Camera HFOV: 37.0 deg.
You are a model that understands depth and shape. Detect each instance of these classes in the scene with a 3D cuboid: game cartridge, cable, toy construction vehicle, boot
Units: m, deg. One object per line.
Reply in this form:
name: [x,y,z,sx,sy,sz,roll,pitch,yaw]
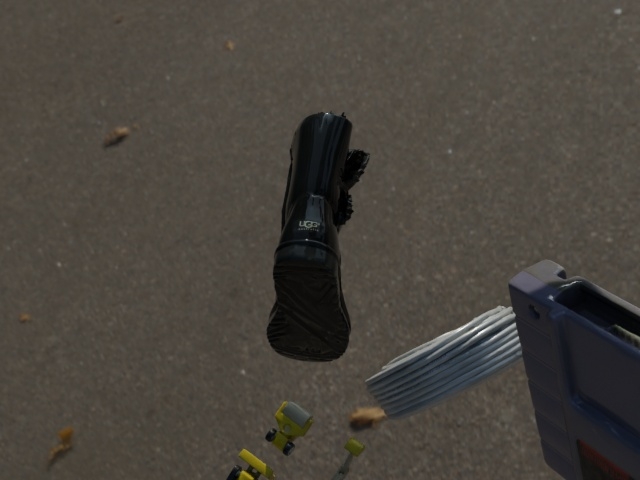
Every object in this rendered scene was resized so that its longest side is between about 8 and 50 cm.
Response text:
game cartridge: [0.283,0.178,0.714,0.068,0.230,0.355,-25,31,-20]
cable: [0.193,0.182,1.414,0.257,0.257,0.089,-27,82,0]
toy construction vehicle: [-0.021,0.182,0.749,0.086,0.035,0.098,29,89,21]
boot: [0.000,0.000,1.082,0.094,0.246,0.207,7,56,6]
